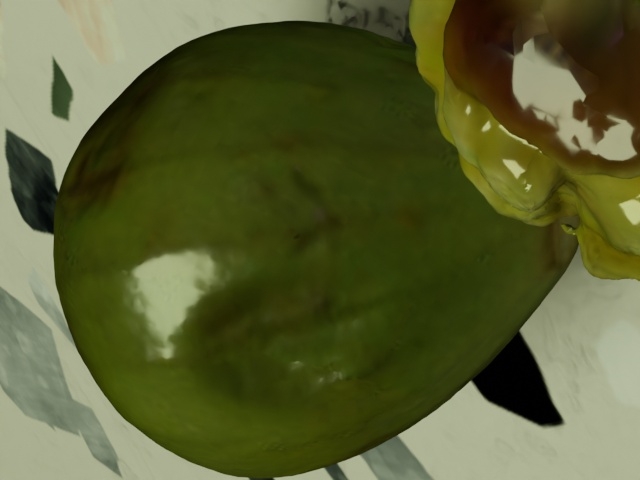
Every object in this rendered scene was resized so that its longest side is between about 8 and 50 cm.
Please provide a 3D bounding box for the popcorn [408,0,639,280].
[{"bbox_3d":[0.127,-0.093,0.526,0.169,0.218,0.189,18,-142,-61],"label":"popcorn"}]

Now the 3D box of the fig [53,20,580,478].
[{"bbox_3d":[-0.009,-0.003,0.767,0.207,0.207,0.230,57,144,-4],"label":"fig"}]
